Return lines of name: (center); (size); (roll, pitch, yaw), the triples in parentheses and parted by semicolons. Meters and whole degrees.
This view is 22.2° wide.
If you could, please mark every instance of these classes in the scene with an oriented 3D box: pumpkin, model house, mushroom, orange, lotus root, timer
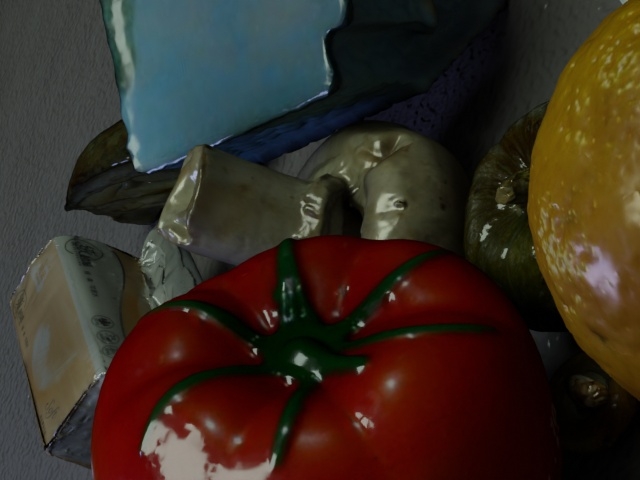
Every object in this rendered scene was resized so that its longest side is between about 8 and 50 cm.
pumpkin: (0.208, -0.026, 1.408); (0.219, 0.162, 0.219); (-29, 50, 42)
model house: (0.008, -0.249, 1.726); (0.360, 0.339, 0.297); (-22, 76, 43)
mushroom: (0.226, 0.136, 1.343); (0.088, 0.073, 0.129); (-45, -1, 0)
mushroom: (0.000, 0.000, 1.585); (0.292, 0.290, 0.292); (-43, 35, 42)
orange: (0.298, -0.033, 1.086); (0.293, 0.340, 0.340); (24, 91, 47)
lotus root: (-0.202, -0.124, 2.116); (0.314, 0.210, 0.142); (-16, 68, 37)
timer: (0.005, 0.173, 1.325); (0.378, 0.378, 0.279); (-122, 17, -55)

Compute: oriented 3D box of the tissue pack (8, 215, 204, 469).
tissue pack: (-0.212, 0.113, 1.917); (0.238, 0.238, 0.305); (-56, 31, 18)

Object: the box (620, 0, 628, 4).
box: (0.328, -0.188, 1.329); (0.084, 0.154, 0.040); (-52, 29, 23)
